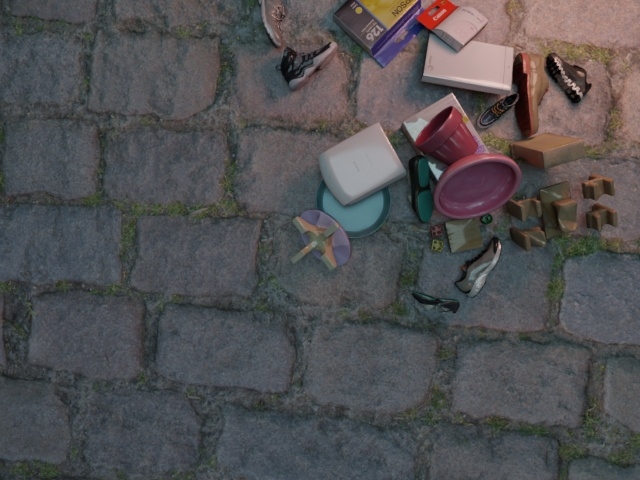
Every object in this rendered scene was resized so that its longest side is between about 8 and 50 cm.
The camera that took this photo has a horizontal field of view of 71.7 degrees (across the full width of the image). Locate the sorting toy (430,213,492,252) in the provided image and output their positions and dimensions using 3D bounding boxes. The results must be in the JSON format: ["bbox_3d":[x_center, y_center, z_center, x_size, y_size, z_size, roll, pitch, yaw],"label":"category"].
[{"bbox_3d":[0.588,-0.023,1.860,0.275,0.046,0.132,-12,89,2],"label":"sorting toy"}]

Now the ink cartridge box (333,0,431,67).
[{"bbox_3d":[0.267,-0.953,1.878,0.307,0.072,0.303,44,91,5],"label":"ink cartridge box"}]

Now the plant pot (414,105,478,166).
[{"bbox_3d":[0.498,-0.383,1.712,0.180,0.201,0.201,39,92,-12],"label":"plant pot"}]

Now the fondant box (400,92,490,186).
[{"bbox_3d":[0.522,-0.404,1.844,0.239,0.096,0.330,-31,89,3],"label":"fondant box"}]

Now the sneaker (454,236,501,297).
[{"bbox_3d":[0.656,0.101,1.832,0.108,0.100,0.271,31,91,8],"label":"sneaker"}]

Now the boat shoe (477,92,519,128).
[{"bbox_3d":[0.734,-0.543,1.838,0.183,0.083,0.065,-41,87,2],"label":"boat shoe"}]

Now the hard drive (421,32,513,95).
[{"bbox_3d":[0.608,-0.730,1.831,0.354,0.047,0.232,11,69,4],"label":"hard drive"}]

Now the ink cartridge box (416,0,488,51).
[{"bbox_3d":[0.547,-0.915,1.835,0.232,0.066,0.189,44,74,3],"label":"ink cartridge box"}]

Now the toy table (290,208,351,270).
[{"bbox_3d":[0.000,0.000,1.812,0.274,0.161,0.252,41,111,5],"label":"toy table"}]

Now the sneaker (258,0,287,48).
[{"bbox_3d":[-0.194,-0.963,1.883,0.116,0.105,0.280,-13,88,3],"label":"sneaker"}]

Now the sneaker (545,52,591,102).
[{"bbox_3d":[1.030,-0.689,1.830,0.106,0.078,0.234,-37,91,-1],"label":"sneaker"}]

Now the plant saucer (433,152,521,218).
[{"bbox_3d":[0.596,-0.217,1.720,0.333,0.332,0.084,-11,52,3],"label":"plant saucer"}]

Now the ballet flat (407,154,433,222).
[{"bbox_3d":[0.410,-0.215,1.840,0.096,0.096,0.280,-14,108,-27],"label":"ballet flat"}]

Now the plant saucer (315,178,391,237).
[{"bbox_3d":[0.139,-0.168,1.889,0.318,0.044,0.317,0,89,3],"label":"plant saucer"}]

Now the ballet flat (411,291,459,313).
[{"bbox_3d":[0.479,0.267,1.854,0.204,0.074,0.074,11,90,1],"label":"ballet flat"}]

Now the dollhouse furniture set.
[{"bbox_3d":[0.930,-0.211,1.794,0.363,0.256,0.393,-17,110,4],"label":"dollhouse furniture set"}]

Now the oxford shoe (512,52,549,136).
[{"bbox_3d":[0.879,-0.599,1.814,0.131,0.123,0.347,-3,90,-2],"label":"oxford shoe"}]

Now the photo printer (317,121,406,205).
[{"bbox_3d":[0.158,-0.303,1.814,0.308,0.107,0.255,-28,88,2],"label":"photo printer"}]

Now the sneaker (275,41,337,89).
[{"bbox_3d":[-0.065,-0.777,1.875,0.269,0.101,0.153,-41,90,5],"label":"sneaker"}]
